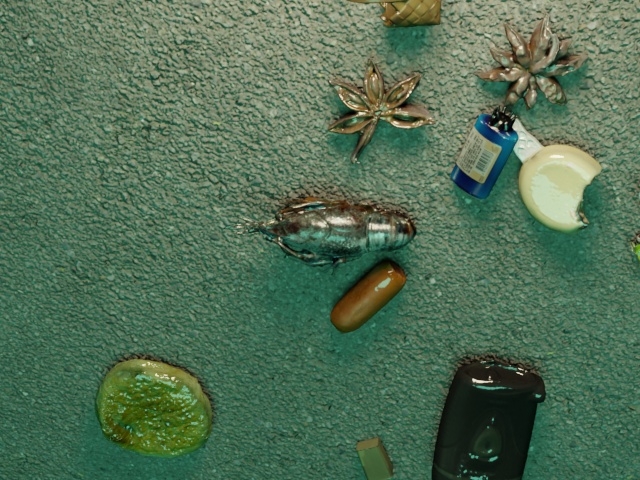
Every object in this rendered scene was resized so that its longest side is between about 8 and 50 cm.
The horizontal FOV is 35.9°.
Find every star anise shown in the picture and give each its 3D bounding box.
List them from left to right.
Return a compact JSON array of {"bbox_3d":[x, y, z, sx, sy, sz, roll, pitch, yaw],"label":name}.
[{"bbox_3d":[0.103,-0.256,1.848,0.208,0.063,0.171,-27,108,23],"label":"star anise"},{"bbox_3d":[0.380,-0.303,1.783,0.195,0.065,0.182,36,122,-21],"label":"star anise"}]

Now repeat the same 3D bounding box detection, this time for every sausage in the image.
[{"bbox_3d":[0.095,0.120,2.042,0.076,0.076,0.197,39,117,-14],"label":"sausage"}]

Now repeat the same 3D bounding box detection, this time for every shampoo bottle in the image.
[{"bbox_3d":[0.311,-0.169,1.849,0.087,0.050,0.183,38,132,19],"label":"shampoo bottle"}]

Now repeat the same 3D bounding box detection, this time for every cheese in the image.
[{"bbox_3d":[0.413,-0.123,1.870,0.249,0.071,0.163,29,119,5],"label":"cheese"}]

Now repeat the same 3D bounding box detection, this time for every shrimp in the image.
[{"bbox_3d":[0.002,0.000,1.945,0.372,0.137,0.172,0,102,6],"label":"shrimp"}]

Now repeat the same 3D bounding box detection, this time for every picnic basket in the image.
[{"bbox_3d":[0.119,-0.438,1.703,0.179,0.128,0.137,-1,117,-3],"label":"picnic basket"}]

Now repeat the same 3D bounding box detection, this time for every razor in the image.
[{"bbox_3d":[0.360,0.417,2.145,0.204,0.113,0.349,9,117,1],"label":"razor"}]

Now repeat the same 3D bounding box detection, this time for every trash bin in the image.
[{"bbox_3d":[0.123,0.501,2.263,0.061,0.043,0.092,-15,112,15],"label":"trash bin"}]

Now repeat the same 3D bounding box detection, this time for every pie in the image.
[{"bbox_3d":[-0.379,0.384,2.248,0.277,0.078,0.277,1,121,1],"label":"pie"}]

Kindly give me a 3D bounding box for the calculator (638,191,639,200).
[{"bbox_3d":[0.789,-0.027,1.876,0.256,0.054,0.386,-41,109,18],"label":"calculator"}]

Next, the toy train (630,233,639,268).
[{"bbox_3d":[0.672,0.076,1.941,0.060,0.081,0.202,-26,112,19],"label":"toy train"}]
